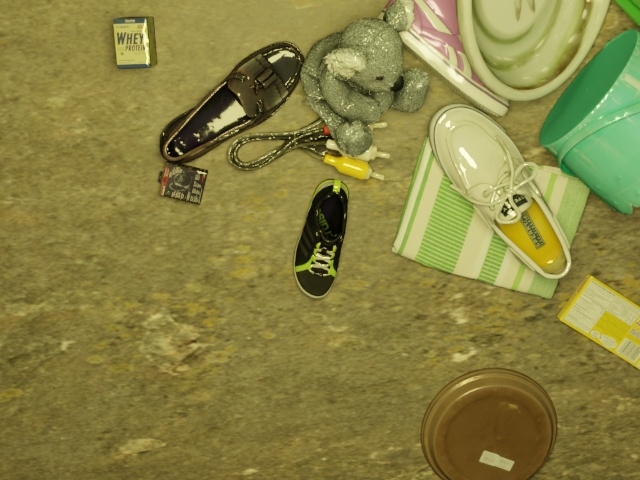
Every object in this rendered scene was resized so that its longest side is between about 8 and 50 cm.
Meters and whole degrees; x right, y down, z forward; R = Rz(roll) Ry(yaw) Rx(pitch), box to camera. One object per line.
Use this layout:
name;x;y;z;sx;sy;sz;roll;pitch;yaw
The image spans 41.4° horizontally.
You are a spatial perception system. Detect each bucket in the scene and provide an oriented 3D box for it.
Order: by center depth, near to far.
bucket;0.515;-0.201;1.421;0.183;0.281;0.281;35;101;-6

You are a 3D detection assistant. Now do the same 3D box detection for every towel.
towel;0.315;-0.044;1.570;0.324;0.038;0.248;14;105;-8

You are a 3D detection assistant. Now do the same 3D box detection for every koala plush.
koala plush;0.069;-0.286;1.375;0.196;0.221;0.203;-40;84;-15

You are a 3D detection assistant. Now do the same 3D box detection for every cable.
cable;-0.021;-0.180;1.495;0.287;0.072;0.140;1;101;-4

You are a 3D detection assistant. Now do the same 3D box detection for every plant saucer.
plant saucer;0.332;-0.431;1.371;0.400;0.100;0.401;-19;120;-37
plant saucer;0.340;0.387;1.687;0.277;0.041;0.278;-1;106;-3

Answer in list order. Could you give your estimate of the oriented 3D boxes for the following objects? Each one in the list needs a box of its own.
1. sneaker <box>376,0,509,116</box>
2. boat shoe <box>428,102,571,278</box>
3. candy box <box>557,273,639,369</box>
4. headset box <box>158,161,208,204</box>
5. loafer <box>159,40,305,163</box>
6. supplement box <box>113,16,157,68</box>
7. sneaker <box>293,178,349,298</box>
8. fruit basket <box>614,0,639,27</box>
sneaker;0.250;-0.346;1.450;0.282;0.102;0.161;40;97;-12
boat shoe;0.319;-0.074;1.459;0.135;0.156;0.367;-34;106;6
candy box;0.571;0.159;1.641;0.205;0.027;0.105;31;99;-11
headset box;-0.250;-0.105;1.525;0.083;0.032;0.062;13;104;-5
loafer;-0.150;-0.228;1.463;0.302;0.095;0.109;-36;104;7
supplement box;-0.312;-0.335;1.432;0.056;0.083;0.083;-3;105;-2
sneaker;0.000;0.000;1.532;0.084;0.097;0.235;7;105;-4
fruit basket;0.694;-0.451;1.321;0.391;0.283;0.392;0;89;5
